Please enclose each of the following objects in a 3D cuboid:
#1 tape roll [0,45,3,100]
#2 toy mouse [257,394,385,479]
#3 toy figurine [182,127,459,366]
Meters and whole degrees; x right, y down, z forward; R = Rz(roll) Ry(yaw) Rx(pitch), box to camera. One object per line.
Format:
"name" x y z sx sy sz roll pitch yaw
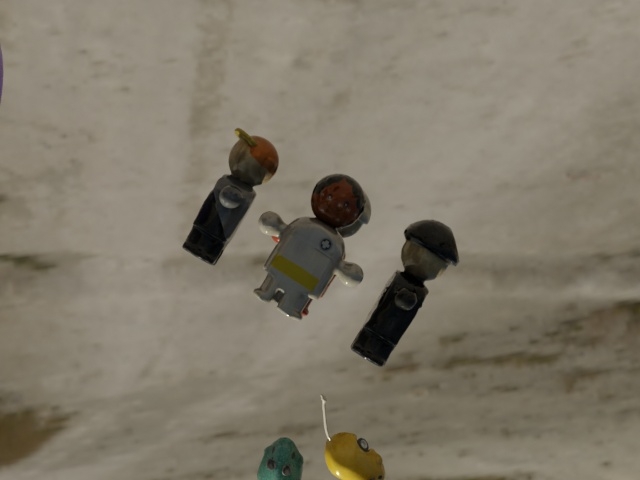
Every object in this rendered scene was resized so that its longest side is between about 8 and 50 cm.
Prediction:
"tape roll" -0.424 -0.144 1.190 0.274 0.275 0.090 -13 168 11
"toy mouse" -0.005 0.221 1.176 0.143 0.161 0.031 -29 -156 30
"toy figurine" 0.000 0.000 1.280 0.209 0.148 0.213 32 179 -41
